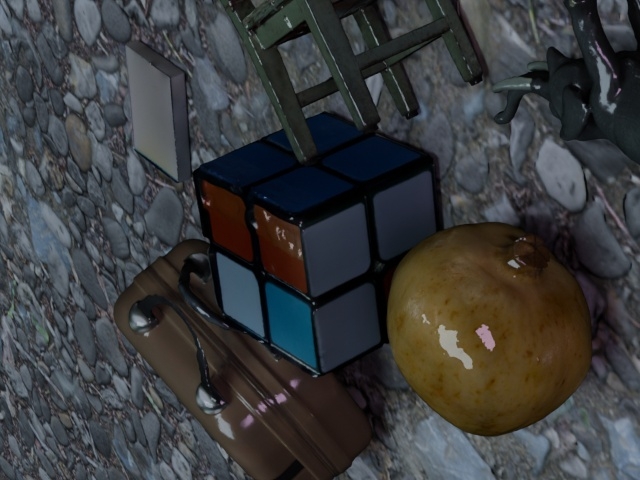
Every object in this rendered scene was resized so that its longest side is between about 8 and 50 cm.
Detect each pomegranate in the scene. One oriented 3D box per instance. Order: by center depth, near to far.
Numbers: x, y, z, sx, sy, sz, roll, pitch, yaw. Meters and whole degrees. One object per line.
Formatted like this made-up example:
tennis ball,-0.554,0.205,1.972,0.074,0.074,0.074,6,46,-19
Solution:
pomegranate,0.145,0.068,1.230,0.196,0.196,0.196,37,140,40

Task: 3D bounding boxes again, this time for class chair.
chair,0.005,-0.220,1.259,0.270,0.147,0.136,63,152,-1

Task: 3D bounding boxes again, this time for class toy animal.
toy animal,0.216,-0.123,1.060,0.269,0.082,0.137,22,128,49

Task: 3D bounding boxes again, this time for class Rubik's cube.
Rubik's cube,0.001,0.000,1.406,0.183,0.167,0.180,27,134,49

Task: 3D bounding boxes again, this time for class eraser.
eraser,-0.197,-0.156,1.751,0.104,0.023,0.150,37,139,40

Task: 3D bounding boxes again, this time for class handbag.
handbag,-0.100,0.128,1.591,0.302,0.149,0.283,46,172,32
